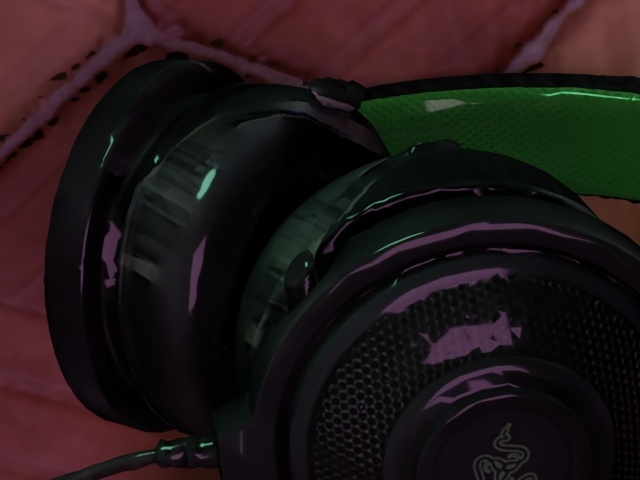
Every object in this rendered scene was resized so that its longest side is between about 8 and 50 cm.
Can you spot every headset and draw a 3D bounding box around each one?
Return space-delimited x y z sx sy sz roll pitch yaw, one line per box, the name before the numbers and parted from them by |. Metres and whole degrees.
headset | 0.000 0.000 0.523 0.394 0.243 0.185 -20 119 -31
